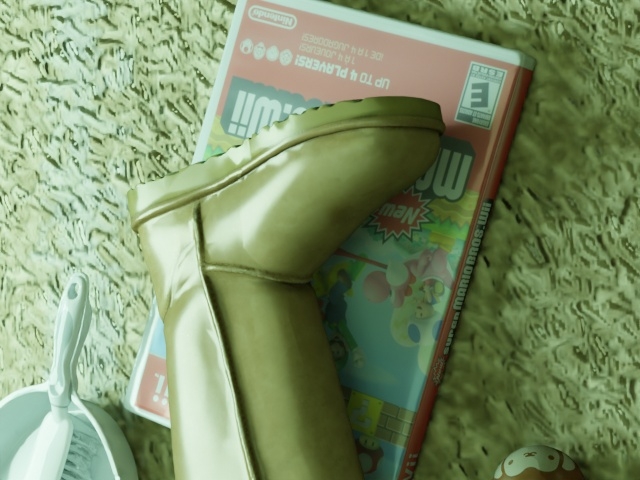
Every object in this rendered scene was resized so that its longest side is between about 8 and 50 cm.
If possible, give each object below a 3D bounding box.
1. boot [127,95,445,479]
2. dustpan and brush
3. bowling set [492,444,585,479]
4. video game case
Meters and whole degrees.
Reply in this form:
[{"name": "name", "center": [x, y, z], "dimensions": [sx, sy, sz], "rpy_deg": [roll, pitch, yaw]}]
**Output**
[{"name": "boot", "center": [-0.001, 0.074, 1.074], "dimensions": [0.236, 0.089, 0.269], "rpy_deg": [-22, 74, 39]}, {"name": "dustpan and brush", "center": [-0.168, 0.123, 1.202], "dimensions": [0.147, 0.060, 0.211], "rpy_deg": [19, 95, 29]}, {"name": "bowling set", "center": [0.087, 0.214, 0.996], "dimensions": [0.287, 0.154, 0.199], "rpy_deg": [-13, 79, 27]}, {"name": "video game case", "center": [0.000, 0.000, 1.140], "dimensions": [0.204, 0.025, 0.285], "rpy_deg": [18, 95, 29]}]
